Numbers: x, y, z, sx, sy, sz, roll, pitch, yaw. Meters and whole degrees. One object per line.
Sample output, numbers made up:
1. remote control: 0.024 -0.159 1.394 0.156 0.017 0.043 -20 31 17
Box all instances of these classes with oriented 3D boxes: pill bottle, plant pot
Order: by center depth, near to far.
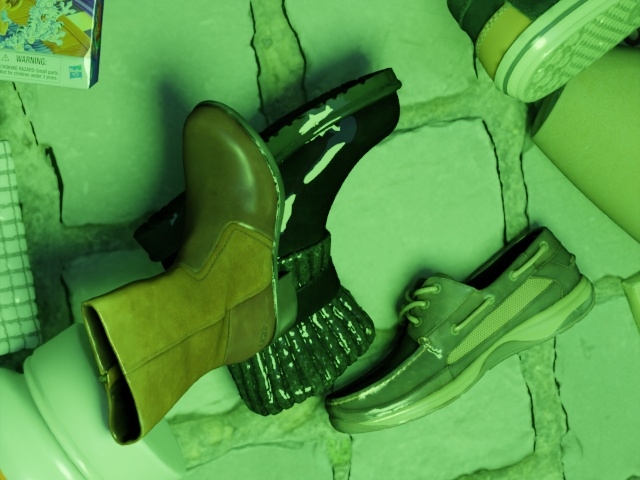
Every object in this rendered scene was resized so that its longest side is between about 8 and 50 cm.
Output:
1. pill bottle: -0.343 0.269 1.561 0.392 0.224 0.224 -36 108 2
2. plant pot: 0.388 -0.109 1.794 0.274 0.256 0.256 27 89 -1

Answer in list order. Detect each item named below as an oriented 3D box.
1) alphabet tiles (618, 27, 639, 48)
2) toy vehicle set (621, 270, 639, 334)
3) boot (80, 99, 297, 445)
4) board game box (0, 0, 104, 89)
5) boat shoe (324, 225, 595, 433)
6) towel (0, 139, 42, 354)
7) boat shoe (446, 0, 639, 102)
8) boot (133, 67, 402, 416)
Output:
1. alphabet tiles: 0.396 -0.312 1.871 0.237 0.009 0.198 -37 107 -10
2. toy vehicle set: 0.515 0.068 1.952 0.267 0.035 0.166 -27 106 -13
3. boot: -0.144 0.022 1.508 0.280 0.096 0.264 -31 119 -52
4. board game box: -0.381 -0.284 1.520 0.347 0.078 0.233 6 102 -2
5. boat shoe: 0.145 0.097 1.799 0.355 0.132 0.130 -29 96 -21
6. towel: -0.434 0.018 1.560 0.283 0.121 0.235 -13 94 -36
7. boat shoe: 0.337 -0.329 1.735 0.500 0.187 0.156 -34 69 -27
8. boot: -0.001 0.000 1.717 0.348 0.131 0.260 -37 101 1
